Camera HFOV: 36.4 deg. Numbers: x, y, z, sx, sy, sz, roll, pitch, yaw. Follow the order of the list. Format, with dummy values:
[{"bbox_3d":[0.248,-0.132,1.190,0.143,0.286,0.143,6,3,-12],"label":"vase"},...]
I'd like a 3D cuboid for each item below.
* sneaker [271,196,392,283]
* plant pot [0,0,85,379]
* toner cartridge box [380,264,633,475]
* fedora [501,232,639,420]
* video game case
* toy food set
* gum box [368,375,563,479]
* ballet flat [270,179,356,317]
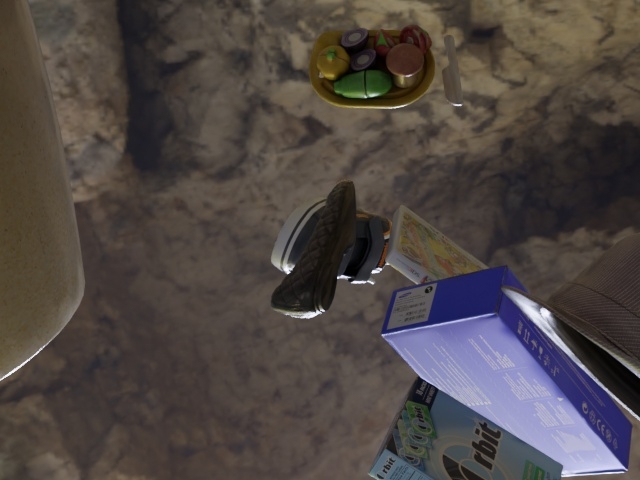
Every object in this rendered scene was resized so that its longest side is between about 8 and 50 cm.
[{"bbox_3d":[0.040,0.003,1.573,0.127,0.321,0.126,27,-73,19],"label":"sneaker"},{"bbox_3d":[-0.227,-0.060,0.442,0.256,0.256,0.274,9,-49,48],"label":"plant pot"},{"bbox_3d":[0.242,0.178,1.226,0.165,0.075,0.348,-14,-49,38],"label":"toner cartridge box"},{"bbox_3d":[0.305,0.087,0.857,0.275,0.124,0.244,42,-2,-11],"label":"fedora"},{"bbox_3d":[0.187,0.044,1.392,0.206,0.227,0.026,36,-71,-5],"label":"video game case"},{"bbox_3d":[0.088,-0.254,1.347,0.071,0.218,0.128,74,18,-67],"label":"toy food set"},{"bbox_3d":[0.154,0.236,1.001,0.184,0.157,0.041,32,-64,5],"label":"gum box"},{"bbox_3d":[0.000,0.000,0.855,0.049,0.173,0.057,2,-52,18],"label":"ballet flat"}]
